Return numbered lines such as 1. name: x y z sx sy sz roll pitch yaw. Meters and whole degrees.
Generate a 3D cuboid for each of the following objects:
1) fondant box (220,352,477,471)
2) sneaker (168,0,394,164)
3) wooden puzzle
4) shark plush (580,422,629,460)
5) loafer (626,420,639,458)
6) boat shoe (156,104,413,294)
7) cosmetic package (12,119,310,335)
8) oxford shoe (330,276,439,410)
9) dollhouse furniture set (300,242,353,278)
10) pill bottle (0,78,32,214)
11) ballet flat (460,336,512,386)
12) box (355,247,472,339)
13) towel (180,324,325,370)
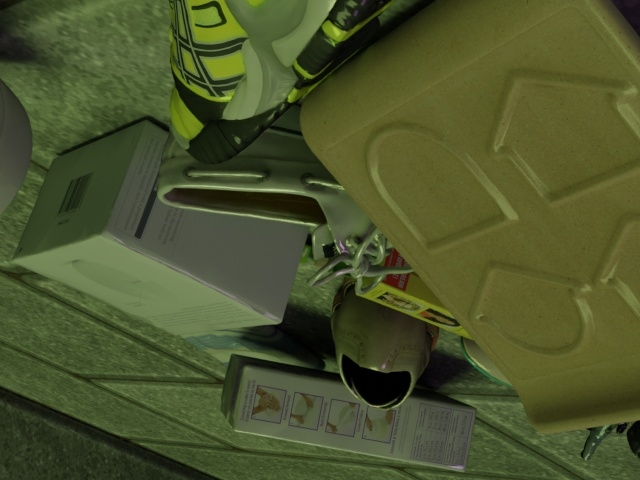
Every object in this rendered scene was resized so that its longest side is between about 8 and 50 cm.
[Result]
1. fondant box: 0.032 0.244 1.691 0.331 0.096 0.238 11 177 -9
2. sneaker: -0.042 -0.167 0.795 0.147 0.145 0.385 46 156 -3
3. wooden puzzle: 0.176 -0.028 0.860 0.347 0.080 0.322 53 146 -8
4. shark plush: 0.358 0.205 1.426 0.073 0.067 0.161 33 117 -20
5. loafer: 0.479 0.226 1.417 0.223 0.076 0.078 -1 144 -14
6. boat shoe: 0.026 -0.023 1.038 0.367 0.156 0.136 15 160 6
7. cosmetic package: -0.171 -0.003 1.272 0.225 0.138 0.224 30 156 -30
8. oxford shoe: 0.066 0.139 1.445 0.141 0.146 0.397 10 161 10
9. dollhouse furniture set: 0.000 0.000 1.317 0.076 0.058 0.152 17 -179 -23
10. pill bottle: -0.401 -0.152 0.934 0.224 0.224 0.392 10 159 19
11. ballet flat: 0.277 0.150 1.440 0.248 0.086 0.086 29 157 -35
12. box: 0.158 0.054 1.247 0.232 0.087 0.058 23 157 -14
13. towel: -0.144 0.143 1.794 0.209 0.034 0.285 0 154 36
